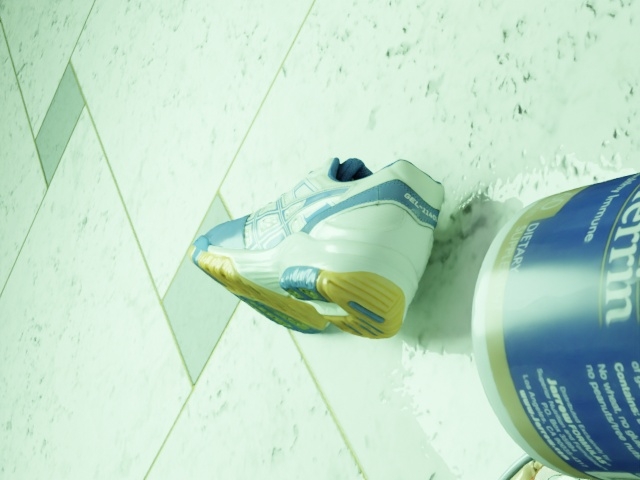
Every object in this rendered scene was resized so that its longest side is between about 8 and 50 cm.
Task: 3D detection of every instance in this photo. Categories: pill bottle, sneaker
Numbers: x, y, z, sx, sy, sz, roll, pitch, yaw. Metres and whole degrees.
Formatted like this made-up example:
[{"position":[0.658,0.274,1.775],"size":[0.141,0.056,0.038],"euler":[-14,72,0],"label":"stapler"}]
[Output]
[{"position":[0.205,0.032,0.507],"size":[0.265,0.153,0.153],"euler":[-15,64,55],"label":"pill bottle"},{"position":[0.000,0.000,0.933],"size":[0.296,0.112,0.131],"euler":[4,63,58],"label":"sneaker"}]

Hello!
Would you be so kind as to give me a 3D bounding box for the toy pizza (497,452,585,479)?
[{"position":[0.137,0.209,0.654],"size":[0.201,0.032,0.201],"euler":[-32,50,49],"label":"toy pizza"}]
